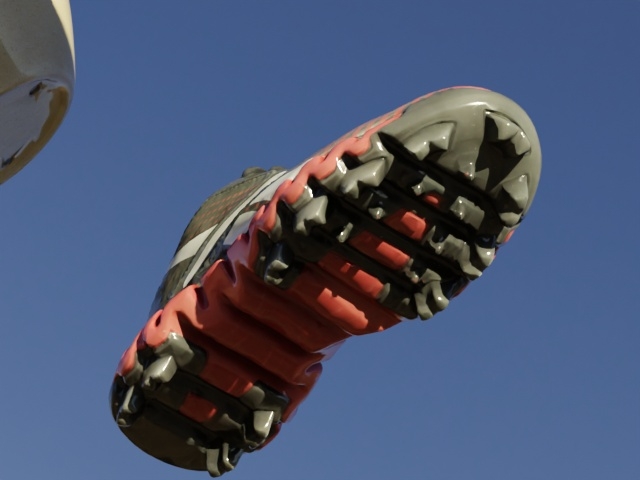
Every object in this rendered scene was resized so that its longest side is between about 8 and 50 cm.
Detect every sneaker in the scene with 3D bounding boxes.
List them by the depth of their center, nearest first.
[{"bbox_3d":[0.000,0.000,0.791,0.098,0.135,0.276,35,-53,-19],"label":"sneaker"}]

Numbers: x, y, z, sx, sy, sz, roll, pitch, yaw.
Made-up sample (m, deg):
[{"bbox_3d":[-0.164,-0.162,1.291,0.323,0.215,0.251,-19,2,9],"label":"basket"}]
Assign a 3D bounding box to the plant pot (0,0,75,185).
[{"bbox_3d":[-0.281,-0.132,1.108,0.191,0.284,0.284,47,-40,13],"label":"plant pot"}]
